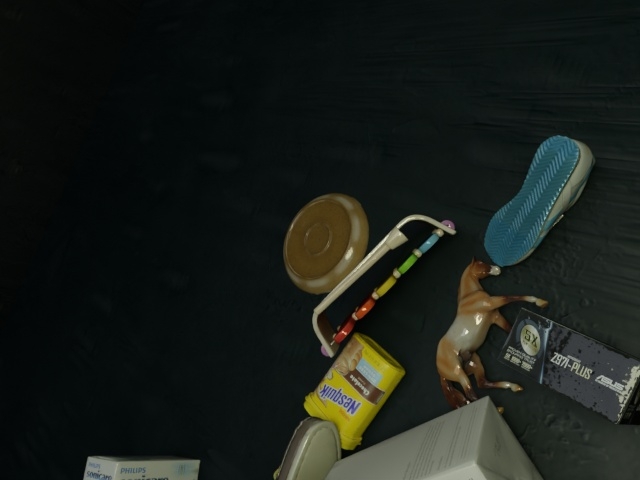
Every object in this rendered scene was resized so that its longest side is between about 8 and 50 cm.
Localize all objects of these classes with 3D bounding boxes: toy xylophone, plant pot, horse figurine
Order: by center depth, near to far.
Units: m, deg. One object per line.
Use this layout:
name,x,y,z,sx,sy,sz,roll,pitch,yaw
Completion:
horse figurine,0.252,0.162,0.797,0.174,0.066,0.263,23,93,54
toy xylophone,0.094,0.069,0.871,0.081,0.236,0.322,44,104,6
plant pot,0.000,0.000,1.109,0.236,0.032,0.236,-18,61,36

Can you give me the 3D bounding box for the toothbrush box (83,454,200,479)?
toothbrush box,-0.394,0.616,1.066,0.126,0.216,0.295,-13,64,36

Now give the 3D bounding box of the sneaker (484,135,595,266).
sneaker,0.349,-0.051,0.799,0.087,0.092,0.228,51,127,38

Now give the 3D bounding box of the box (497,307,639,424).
box,0.340,0.163,0.647,0.147,0.180,0.077,26,92,44

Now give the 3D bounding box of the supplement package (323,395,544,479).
supplement package,0.143,0.378,0.693,0.293,0.177,0.175,-34,85,26

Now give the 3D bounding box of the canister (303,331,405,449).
canister,0.062,0.269,0.917,0.126,0.073,0.169,38,97,43

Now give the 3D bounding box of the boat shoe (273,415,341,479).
boat shoe,-0.044,0.447,0.873,0.097,0.117,0.324,21,106,50
